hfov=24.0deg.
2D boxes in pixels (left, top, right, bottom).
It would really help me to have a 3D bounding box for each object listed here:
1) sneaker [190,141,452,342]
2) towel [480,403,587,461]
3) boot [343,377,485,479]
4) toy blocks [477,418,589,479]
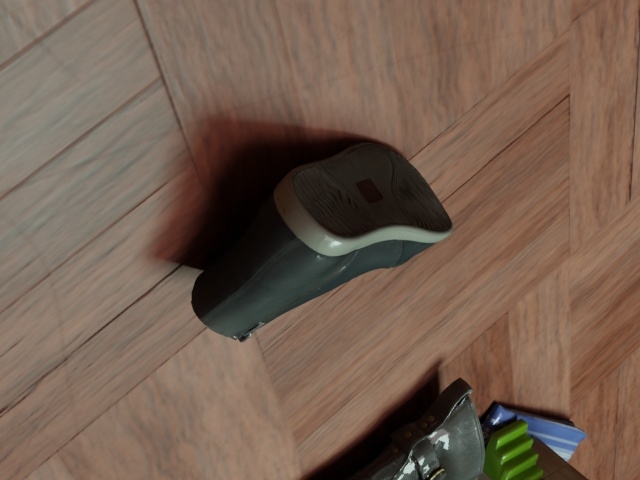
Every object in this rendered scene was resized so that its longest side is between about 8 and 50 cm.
[{"bbox_3d":[0.000,0.000,1.033,0.118,0.083,0.222,-41,164,26],"label":"sneaker"},{"bbox_3d":[0.145,0.323,1.651,0.336,0.040,0.243,-56,149,9],"label":"towel"},{"bbox_3d":[0.067,0.268,1.412,0.229,0.091,0.263,-32,145,-26],"label":"boot"},{"bbox_3d":[0.250,0.404,1.581,0.190,0.261,0.381,-20,138,-40],"label":"toy blocks"}]
